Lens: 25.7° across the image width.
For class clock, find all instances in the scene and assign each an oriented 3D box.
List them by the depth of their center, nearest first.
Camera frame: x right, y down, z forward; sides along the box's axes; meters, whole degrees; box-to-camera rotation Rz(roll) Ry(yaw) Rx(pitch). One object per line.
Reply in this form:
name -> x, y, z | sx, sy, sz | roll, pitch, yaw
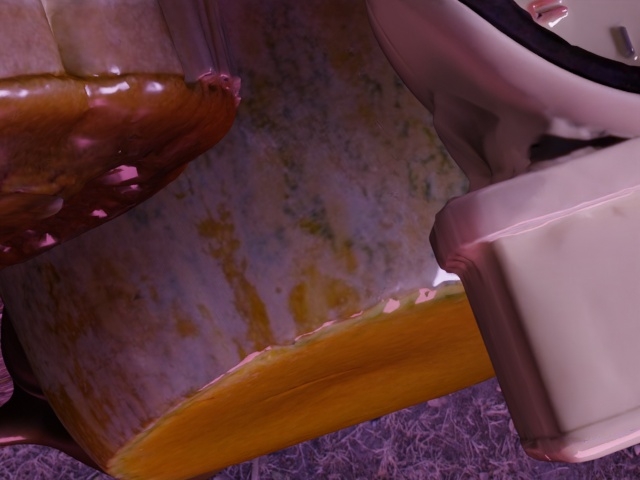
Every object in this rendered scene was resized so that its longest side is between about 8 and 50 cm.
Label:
clock -> 0.203, -0.096, 0.429 | 0.379, 0.276, 0.120 | -16, 173, -1

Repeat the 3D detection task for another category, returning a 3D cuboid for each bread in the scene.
bread -> -0.143, -0.043, 0.482 | 0.192, 0.110, 0.210 | -10, 167, -46

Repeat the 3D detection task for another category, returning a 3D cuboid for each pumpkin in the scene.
pumpkin -> 0.000, 0.000, 0.734 | 0.332, 0.199, 0.332 | -26, 167, -7

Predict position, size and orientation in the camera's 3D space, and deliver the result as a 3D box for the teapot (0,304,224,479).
teapot -> -0.126, 0.049, 0.955 | 0.267, 0.185, 0.175 | -49, 138, -1
